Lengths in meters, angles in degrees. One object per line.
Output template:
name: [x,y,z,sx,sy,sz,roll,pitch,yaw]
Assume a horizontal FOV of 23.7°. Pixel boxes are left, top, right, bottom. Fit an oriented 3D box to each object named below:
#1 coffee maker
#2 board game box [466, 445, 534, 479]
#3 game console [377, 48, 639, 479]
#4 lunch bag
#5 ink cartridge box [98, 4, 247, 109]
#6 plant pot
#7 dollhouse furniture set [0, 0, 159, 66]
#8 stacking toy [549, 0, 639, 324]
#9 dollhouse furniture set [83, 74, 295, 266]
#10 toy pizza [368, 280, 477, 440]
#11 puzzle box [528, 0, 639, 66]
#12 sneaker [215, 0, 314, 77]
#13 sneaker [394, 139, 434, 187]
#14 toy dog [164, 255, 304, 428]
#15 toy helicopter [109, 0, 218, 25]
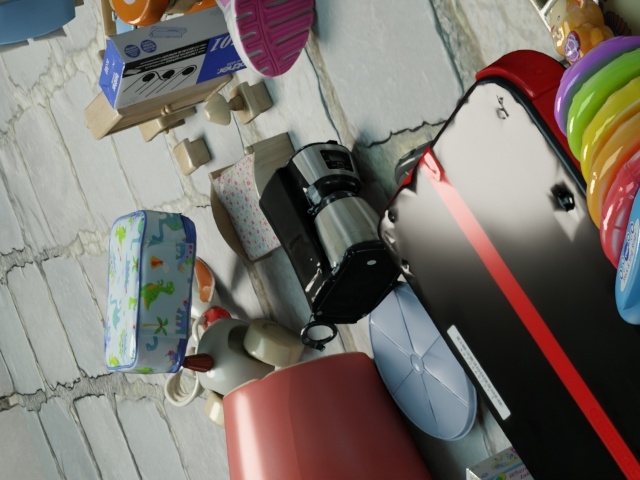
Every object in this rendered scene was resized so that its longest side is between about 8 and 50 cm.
coffee maker: [0.000,0.000,1.763,0.120,0.171,0.178,32,-157,-48]
board game box: [0.217,0.248,1.552,0.026,0.154,0.103,37,139,47]
game console: [0.213,0.055,1.367,0.386,0.060,0.342,58,152,16]
lunch bag: [-0.233,0.070,2.044,0.176,0.090,0.219,164,110,-64]
ink cartridge box: [-0.161,-0.229,1.840,0.046,0.207,0.097,59,152,19]
plant pot: [0.004,0.282,1.890,0.275,0.275,0.243,-43,61,62]
dollhouse furniture set: [-0.409,-0.310,2.136,0.286,0.303,0.198,39,140,45]
stacking toy: [0.246,-0.097,1.169,0.175,0.166,0.302,92,159,-45]
dollhouse furniture set: [-0.161,-0.048,2.015,0.303,0.174,0.355,-27,85,64]
toy pizza: [0.124,0.138,1.780,0.201,0.032,0.201,40,142,41]
puzzle box: [0.301,-0.168,1.203,0.409,0.052,0.272,60,152,16]
sneaker: [-0.085,-0.313,1.773,0.111,0.103,0.252,0,103,66]
sneaker: [0.158,-0.069,1.489,0.106,0.101,0.267,64,154,3]
toy dog: [-0.170,0.137,2.147,0.334,0.161,0.220,11,84,54]
toy helicopter: [-0.247,-0.411,1.935,0.355,0.140,0.235,23,110,43]
